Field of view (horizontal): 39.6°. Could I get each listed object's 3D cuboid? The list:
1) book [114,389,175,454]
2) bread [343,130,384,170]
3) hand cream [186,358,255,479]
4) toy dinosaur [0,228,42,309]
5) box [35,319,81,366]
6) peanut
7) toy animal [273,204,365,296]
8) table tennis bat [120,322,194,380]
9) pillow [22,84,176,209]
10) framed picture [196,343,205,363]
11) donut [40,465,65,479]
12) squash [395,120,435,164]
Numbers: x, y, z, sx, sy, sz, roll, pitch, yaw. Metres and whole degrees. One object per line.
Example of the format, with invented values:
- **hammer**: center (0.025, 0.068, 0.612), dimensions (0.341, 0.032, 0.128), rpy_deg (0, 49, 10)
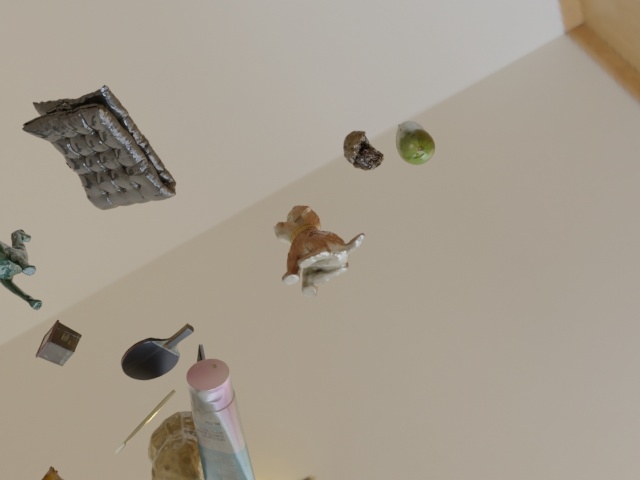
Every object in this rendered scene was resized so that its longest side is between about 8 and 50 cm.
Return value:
- **book**: center (-0.428, 0.443, 2.167), dimensions (0.014, 0.181, 0.127), rpy_deg (43, 148, 0)
- **bread**: center (0.095, -0.212, 2.152), dimensions (0.113, 0.082, 0.060), rpy_deg (43, -126, -33)
- **hand cream**: center (-0.166, 0.327, 1.452), dimensions (0.070, 0.111, 0.312), rpy_deg (-61, -27, -48)
- **toy dinosaur**: center (-0.793, 0.010, 2.054), dimensions (0.383, 0.129, 0.331), rpy_deg (27, -169, -46)
- **box**: center (-0.543, 0.216, 1.844), dimensions (0.063, 0.085, 0.060), rpy_deg (29, -135, -20)
- **peanut**: center (-0.261, 0.398, 1.637), dimensions (0.123, 0.124, 0.256), rpy_deg (61, -177, -11)
- **toy animal**: center (0.001, -0.013, 1.746), dimensions (0.104, 0.184, 0.185), rpy_deg (41, -157, -33)
- **table tennis bat**: center (-0.399, 0.277, 2.206), dimensions (0.130, 0.220, 0.019), rpy_deg (39, -158, -37)
- **pillow**: center (-0.508, -0.206, 2.079), dimensions (0.326, 0.228, 0.101), rpy_deg (57, -143, -42)
- **framed picture**: center (-0.263, 0.418, 1.914), dimensions (0.244, 0.013, 0.323), rpy_deg (-127, 42, -69)
- **donut**: center (-0.550, 0.544, 1.742), dimensions (0.075, 0.190, 0.174), rpy_deg (32, -147, -3)
- **squash**: center (0.168, -0.185, 1.629), dimensions (0.066, 0.066, 0.201), rpy_deg (61, -173, -18)
